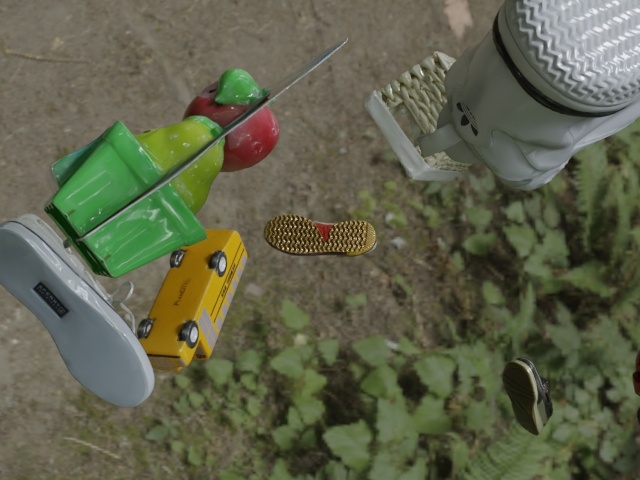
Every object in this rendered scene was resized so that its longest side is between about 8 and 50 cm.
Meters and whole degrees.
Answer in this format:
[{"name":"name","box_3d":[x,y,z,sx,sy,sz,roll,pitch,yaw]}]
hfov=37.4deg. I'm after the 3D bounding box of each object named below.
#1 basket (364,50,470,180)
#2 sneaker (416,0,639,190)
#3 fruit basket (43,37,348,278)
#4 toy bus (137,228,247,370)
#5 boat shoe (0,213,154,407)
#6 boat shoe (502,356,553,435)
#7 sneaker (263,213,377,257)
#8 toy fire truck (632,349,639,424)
[{"name":"basket","box_3d":[0.142,-0.142,1.097,0.113,0.103,0.167,59,22,10]},{"name":"sneaker","box_3d":[0.244,-0.157,0.778,0.366,0.210,0.137,-21,80,-31]},{"name":"fruit basket","box_3d":[-0.158,-0.112,1.102,0.353,0.327,0.165,-46,103,-13]},{"name":"toy bus","box_3d":[-0.250,0.119,1.868,0.130,0.108,0.332,73,26,-45]},{"name":"boat shoe","box_3d":[-0.392,0.104,1.564,0.367,0.136,0.156,48,24,-8]},{"name":"boat shoe","box_3d":[0.285,0.203,1.281,0.049,0.056,0.152,-41,139,-22]},{"name":"sneaker","box_3d":[0.000,0.000,1.556,0.084,0.185,0.069,66,30,-76]},{"name":"toy fire truck","box_3d":[0.475,0.154,1.156,0.158,0.217,0.246,-27,114,-24]}]
